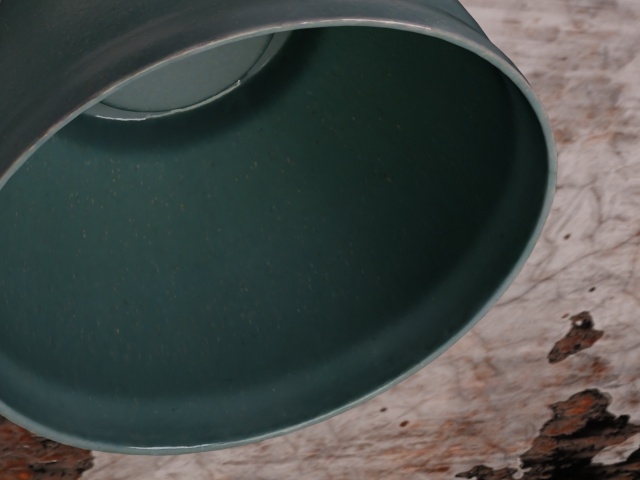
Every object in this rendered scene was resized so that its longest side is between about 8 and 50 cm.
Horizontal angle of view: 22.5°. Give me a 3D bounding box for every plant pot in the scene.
[{"bbox_3d":[-0.055,-0.059,0.802,0.293,0.196,0.293,-14,142,-11],"label":"plant pot"}]
